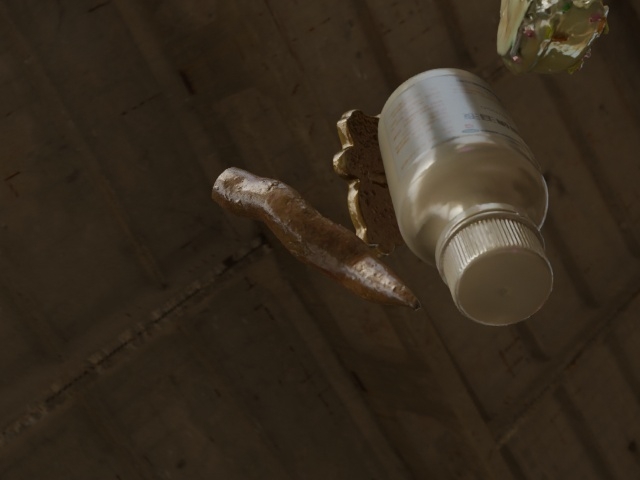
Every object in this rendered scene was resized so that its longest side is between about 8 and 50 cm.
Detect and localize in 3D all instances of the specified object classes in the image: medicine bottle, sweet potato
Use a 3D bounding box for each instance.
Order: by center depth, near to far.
[{"bbox_3d":[0.111,-0.037,0.631,0.114,0.252,0.114,-1,-57,-2],"label":"medicine bottle"},{"bbox_3d":[0.000,0.000,0.908,0.059,0.281,0.067,-43,-24,-32],"label":"sweet potato"}]

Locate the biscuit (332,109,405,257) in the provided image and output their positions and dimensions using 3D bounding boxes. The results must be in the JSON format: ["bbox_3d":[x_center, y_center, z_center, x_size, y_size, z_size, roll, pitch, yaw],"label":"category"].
[{"bbox_3d":[0.084,-0.084,1.232,0.166,0.036,0.225,-1,-103,-45],"label":"biscuit"}]

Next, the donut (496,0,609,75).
[{"bbox_3d":[0.406,-0.442,1.408,0.150,0.307,0.370,14,-107,-1],"label":"donut"}]
